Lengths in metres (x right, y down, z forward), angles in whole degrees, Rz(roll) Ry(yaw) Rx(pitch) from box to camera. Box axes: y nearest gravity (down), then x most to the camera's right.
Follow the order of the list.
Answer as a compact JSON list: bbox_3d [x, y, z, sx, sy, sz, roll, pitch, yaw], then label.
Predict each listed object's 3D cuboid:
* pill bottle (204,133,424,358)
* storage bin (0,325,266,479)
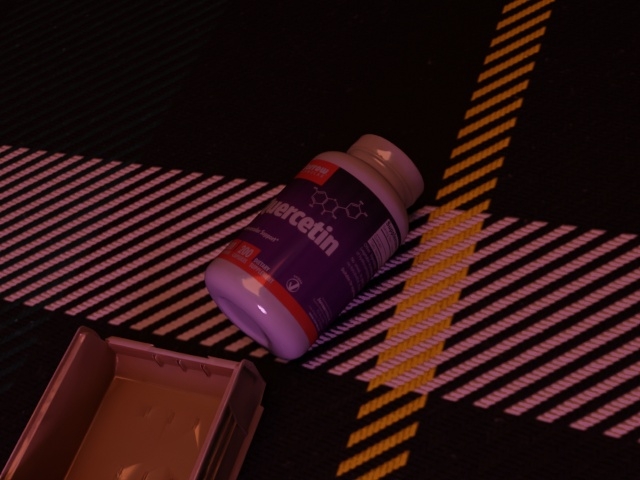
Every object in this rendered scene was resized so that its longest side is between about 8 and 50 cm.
[{"bbox_3d":[0.000,0.000,1.327,0.181,0.181,0.323,30,68,32],"label":"pill bottle"},{"bbox_3d":[-0.238,0.258,1.249,0.262,0.123,0.260,8,58,22],"label":"storage bin"}]
